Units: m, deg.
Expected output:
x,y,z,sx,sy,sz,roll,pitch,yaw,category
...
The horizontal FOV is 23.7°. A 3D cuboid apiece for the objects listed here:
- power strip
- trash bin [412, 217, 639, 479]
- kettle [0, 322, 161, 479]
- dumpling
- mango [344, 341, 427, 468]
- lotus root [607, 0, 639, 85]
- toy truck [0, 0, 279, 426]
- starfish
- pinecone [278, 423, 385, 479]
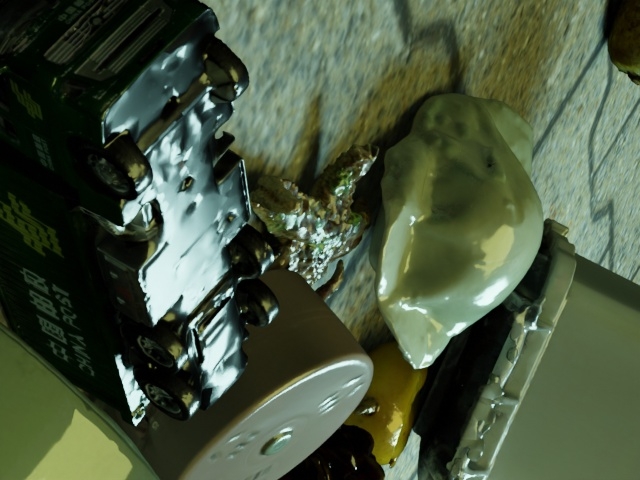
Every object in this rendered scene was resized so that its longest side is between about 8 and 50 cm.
x,y,z,sx,sy,sz,roll,pitch,yaw,category
-0.049,0.093,0.911,0.154,0.078,0.154,-33,159,-15,power strip
0.280,0.159,1.345,0.296,0.368,0.256,-56,169,-80,trash bin
-0.220,0.146,0.475,0.318,0.205,0.265,-52,159,-21,kettle
0.092,-0.024,1.127,0.151,0.124,0.229,51,51,-36,dumpling
0.055,0.132,1.281,0.187,0.066,0.101,-21,128,-71,mango
0.340,-0.240,1.478,0.108,0.094,0.190,-85,-170,-83,lotus root
-0.092,-0.015,0.685,0.088,0.121,0.259,-50,156,-28,toy truck
-0.008,-0.006,1.019,0.150,0.053,0.210,-58,166,22,starfish
-0.023,0.175,1.064,0.121,0.140,0.140,-12,132,-28,pinecone
